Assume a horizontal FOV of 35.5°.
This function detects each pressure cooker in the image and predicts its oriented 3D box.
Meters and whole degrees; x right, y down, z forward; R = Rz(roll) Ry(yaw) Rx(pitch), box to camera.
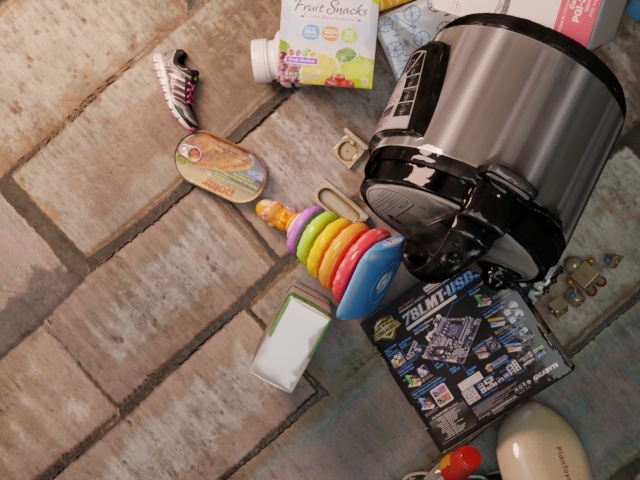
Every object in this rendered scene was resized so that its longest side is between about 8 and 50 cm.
[{"bbox_3d":[0.274,-0.118,1.667,0.375,0.370,0.420,19,76,36],"label":"pressure cooker"}]

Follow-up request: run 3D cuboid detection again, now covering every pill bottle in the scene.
[{"bbox_3d":[-0.033,-0.346,1.881,0.186,0.112,0.112,-5,94,3],"label":"pill bottle"}]

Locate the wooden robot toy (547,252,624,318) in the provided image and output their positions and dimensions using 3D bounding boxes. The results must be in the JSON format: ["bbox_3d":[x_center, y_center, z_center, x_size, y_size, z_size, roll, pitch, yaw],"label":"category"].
[{"bbox_3d":[0.496,0.068,1.920,0.173,0.076,0.079,-46,56,5],"label":"wooden robot toy"}]

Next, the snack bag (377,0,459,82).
[{"bbox_3d":[0.303,-0.321,1.898,0.323,0.037,0.343,-21,95,4],"label":"snack bag"}]

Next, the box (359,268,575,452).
[{"bbox_3d":[0.270,0.196,1.870,0.295,0.073,0.293,-37,77,15],"label":"box"}]

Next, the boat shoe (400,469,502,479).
[{"bbox_3d":[0.301,0.508,1.936,0.302,0.091,0.114,-3,92,3],"label":"boat shoe"}]

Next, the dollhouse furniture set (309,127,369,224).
[{"bbox_3d":[0.056,-0.109,1.888,0.144,0.123,0.151,40,95,0],"label":"dollhouse furniture set"}]

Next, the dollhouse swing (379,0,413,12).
[{"bbox_3d":[0.115,-0.595,1.761,0.346,0.305,0.315,-19,93,3],"label":"dollhouse swing"}]

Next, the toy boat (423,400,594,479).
[{"bbox_3d":[0.355,0.430,1.868,0.318,0.148,0.267,7,56,-22],"label":"toy boat"}]

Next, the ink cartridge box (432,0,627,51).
[{"bbox_3d":[0.363,-0.424,1.712,0.283,0.207,0.117,23,118,21],"label":"ink cartridge box"}]

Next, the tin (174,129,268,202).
[{"bbox_3d":[-0.193,-0.142,1.943,0.189,0.040,0.106,26,91,1],"label":"tin"}]

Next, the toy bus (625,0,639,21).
[{"bbox_3d":[0.574,-0.501,1.799,0.191,0.202,0.104,35,136,10],"label":"toy bus"}]

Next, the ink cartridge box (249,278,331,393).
[{"bbox_3d":[-0.053,0.173,1.868,0.092,0.219,0.160,28,96,-2],"label":"ink cartridge box"}]

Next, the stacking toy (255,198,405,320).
[{"bbox_3d":[0.000,0.000,1.890,0.302,0.175,0.166,33,116,21],"label":"stacking toy"}]

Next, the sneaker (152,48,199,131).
[{"bbox_3d":[-0.262,-0.294,1.917,0.074,0.063,0.170,-23,82,6],"label":"sneaker"}]

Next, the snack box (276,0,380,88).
[{"bbox_3d":[0.015,-0.381,1.778,0.174,0.070,0.207,4,102,1],"label":"snack box"}]

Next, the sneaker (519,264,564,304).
[{"bbox_3d":[0.359,0.118,1.916,0.106,0.078,0.234,37,105,17],"label":"sneaker"}]
